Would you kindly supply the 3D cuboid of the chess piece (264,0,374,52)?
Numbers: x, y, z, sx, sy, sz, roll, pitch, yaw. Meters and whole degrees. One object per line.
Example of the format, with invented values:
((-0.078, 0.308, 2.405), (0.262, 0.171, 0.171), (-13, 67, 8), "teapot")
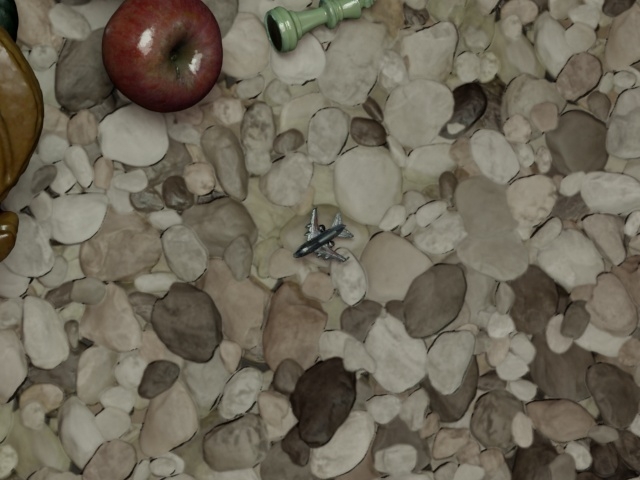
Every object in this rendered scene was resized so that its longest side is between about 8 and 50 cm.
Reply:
((0.005, -0.289, 1.743), (0.149, 0.059, 0.059), (-22, 91, -19), "chess piece")

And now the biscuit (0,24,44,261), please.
((-0.483, -0.093, 1.496), (0.350, 0.070, 0.394), (40, 103, -10), "biscuit")

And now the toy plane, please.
((0.000, 0.000, 1.731), (0.083, 0.031, 0.078), (-32, 93, -12), "toy plane")

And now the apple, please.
((-0.193, -0.233, 1.653), (0.153, 0.120, 0.153), (-11, 109, -35), "apple")

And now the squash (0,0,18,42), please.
((-0.461, -0.258, 1.584), (0.218, 0.172, 0.218), (0, 85, -4), "squash")
